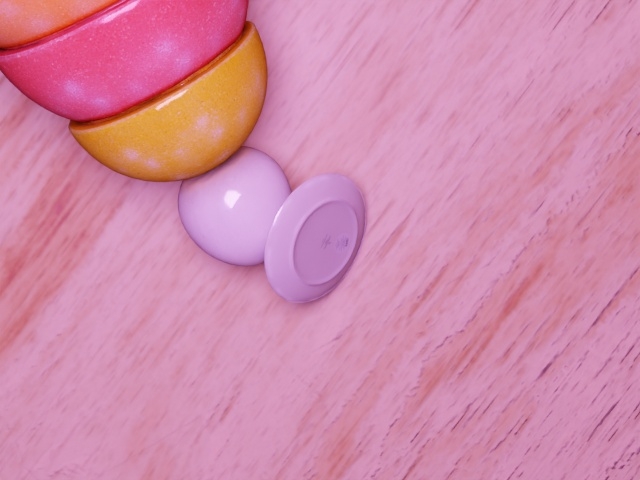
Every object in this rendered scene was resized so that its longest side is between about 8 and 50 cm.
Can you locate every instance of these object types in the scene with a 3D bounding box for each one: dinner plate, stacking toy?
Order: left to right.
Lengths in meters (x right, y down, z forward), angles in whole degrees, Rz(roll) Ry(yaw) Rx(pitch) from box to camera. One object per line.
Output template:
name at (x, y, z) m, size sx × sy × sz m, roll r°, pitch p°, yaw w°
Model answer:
stacking toy at (-0.171, -0.178, 1.504) m, size 0.350 × 0.350 × 0.480 m, roll -26°, pitch 112°, yaw 3°
dinner plate at (0.000, 0.000, 1.566) m, size 0.017 × 0.141 × 0.141 m, roll 27°, pitch 96°, yaw 39°
